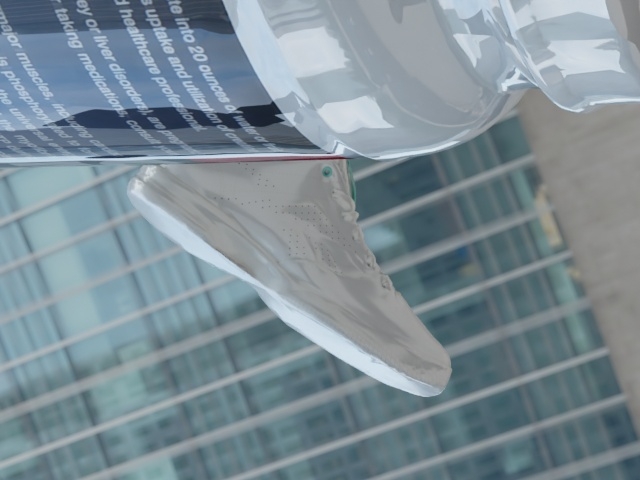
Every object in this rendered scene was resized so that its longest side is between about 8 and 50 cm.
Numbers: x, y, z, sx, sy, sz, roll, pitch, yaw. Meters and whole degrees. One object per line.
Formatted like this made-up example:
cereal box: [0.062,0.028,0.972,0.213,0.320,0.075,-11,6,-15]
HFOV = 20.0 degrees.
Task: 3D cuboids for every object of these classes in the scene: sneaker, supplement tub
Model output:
sneaker: [0.000,0.000,1.022,0.212,0.094,0.080,37,167,-1]
supplement tub: [-0.045,-0.114,0.468,0.191,0.272,0.191,0,-90,-66]
